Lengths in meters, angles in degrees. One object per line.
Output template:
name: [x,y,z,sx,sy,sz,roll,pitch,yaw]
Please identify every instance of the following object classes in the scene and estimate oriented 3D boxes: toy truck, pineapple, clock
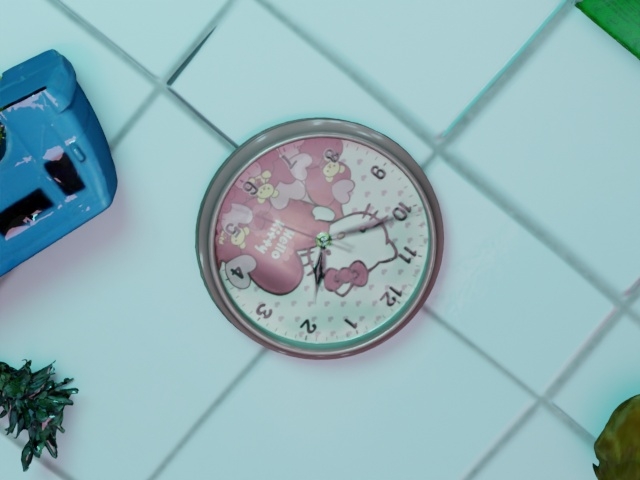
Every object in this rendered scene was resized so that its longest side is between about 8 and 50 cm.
toy truck: [-0.372,-0.026,1.493,0.385,0.161,0.162,-32,114,5]
pineapple: [-0.353,0.151,1.562,0.221,0.103,0.083,15,136,-6]
clock: [0.000,0.000,1.559,0.244,0.056,0.244,-1,101,-3]

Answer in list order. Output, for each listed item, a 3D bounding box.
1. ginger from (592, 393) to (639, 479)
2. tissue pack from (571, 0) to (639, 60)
ginger: [0.421,0.265,1.584,0.172,0.165,0.321,-37,107,30]
tissue pack: [0.376,-0.234,1.480,0.209,0.148,0.156,38,59,-9]
